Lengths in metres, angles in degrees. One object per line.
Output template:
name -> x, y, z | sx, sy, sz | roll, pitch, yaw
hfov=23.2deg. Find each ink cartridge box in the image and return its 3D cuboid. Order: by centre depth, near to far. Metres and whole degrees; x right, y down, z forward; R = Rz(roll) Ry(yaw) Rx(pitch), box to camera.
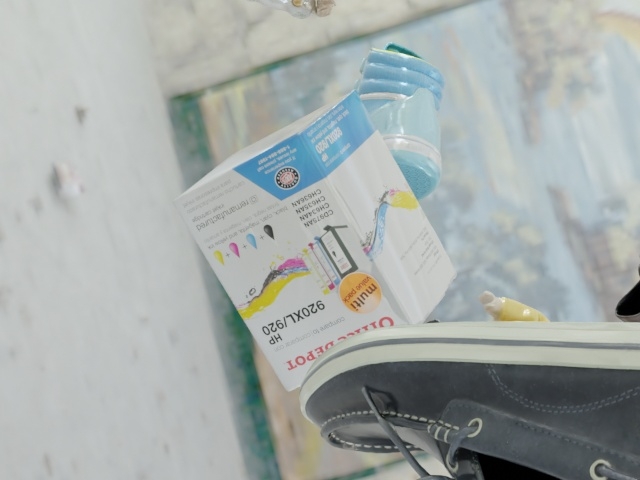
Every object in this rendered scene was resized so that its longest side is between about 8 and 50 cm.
ink cartridge box -> 0.000, 0.000, 1.609 | 0.233, 0.171, 0.168 | 60, 27, -8

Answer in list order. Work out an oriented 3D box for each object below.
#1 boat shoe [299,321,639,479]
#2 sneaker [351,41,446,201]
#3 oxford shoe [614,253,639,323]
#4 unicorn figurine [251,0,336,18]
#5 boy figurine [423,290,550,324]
boat shoe -> 0.153, 0.152, 1.187 | 0.187, 0.500, 0.156 | 19, 75, -38
sneaker -> 0.061, -0.129, 1.969 | 0.319, 0.127, 0.208 | -25, -131, 55
oxford shoe -> 0.426, 0.036, 1.818 | 0.271, 0.098, 0.097 | 110, -6, -51
unicorn figurine -> -0.059, -0.285, 1.747 | 0.162, 0.060, 0.111 | 35, 2, 2
boy figurine -> 0.238, 0.148, 1.926 | 0.285, 0.092, 0.177 | 3, 64, -38
